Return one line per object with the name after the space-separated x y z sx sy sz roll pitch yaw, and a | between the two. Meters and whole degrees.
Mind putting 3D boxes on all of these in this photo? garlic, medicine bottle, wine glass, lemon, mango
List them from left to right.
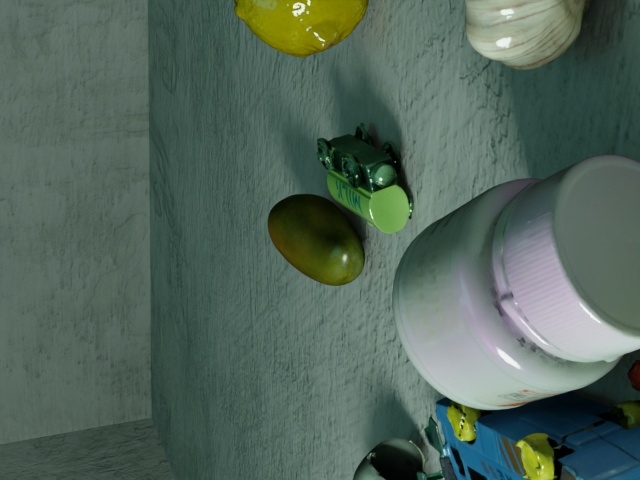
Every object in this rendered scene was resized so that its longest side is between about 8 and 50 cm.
-0.035 -0.432 1.881 0.233 0.233 0.288 115 143 -56 | lemon
-0.002 0.004 2.096 0.289 0.129 0.146 47 131 52 | mango
0.112 0.419 1.957 0.204 0.111 0.111 105 151 -55 | wine glass
0.244 0.048 1.256 0.302 0.241 0.241 -35 64 58 | medicine bottle
0.270 -0.296 1.251 0.226 0.199 0.199 -5 93 38 | garlic

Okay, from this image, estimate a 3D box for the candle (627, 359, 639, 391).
0.382 0.151 1.195 0.053 0.048 0.162 55 162 -11 | candle

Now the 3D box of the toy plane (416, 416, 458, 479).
0.221 0.447 1.693 0.155 0.106 0.382 110 144 -74 | toy plane

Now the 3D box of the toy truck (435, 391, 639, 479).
0.280 0.266 1.369 0.385 0.161 0.162 -165 60 -68 | toy truck

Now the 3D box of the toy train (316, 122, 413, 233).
0.074 -0.098 1.907 0.253 0.105 0.157 -143 35 -66 | toy train
